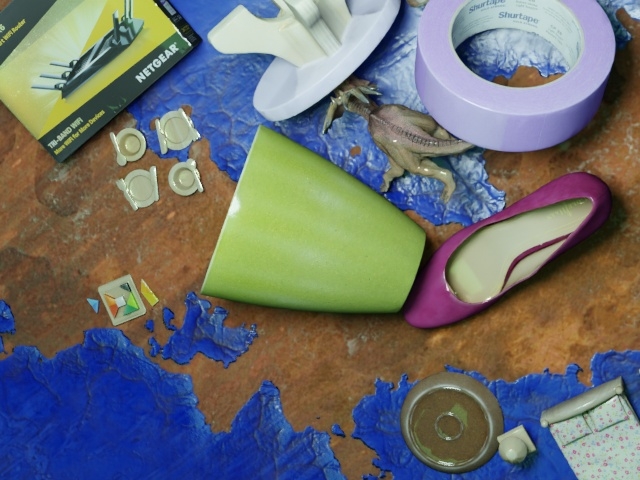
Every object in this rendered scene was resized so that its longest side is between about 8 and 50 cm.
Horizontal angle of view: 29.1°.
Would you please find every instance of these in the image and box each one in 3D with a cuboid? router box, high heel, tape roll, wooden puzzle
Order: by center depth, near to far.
[{"bbox_3d":[0.272,-0.261,1.751,0.275,0.090,0.274,0,58,-1],"label":"tape roll"},{"bbox_3d":[0.261,0.020,1.827,0.377,0.181,0.127,-41,86,17],"label":"high heel"},{"bbox_3d":[-0.385,-0.313,1.986,0.309,0.081,0.243,-39,100,17],"label":"router box"},{"bbox_3d":[-0.336,0.101,2.091,0.116,0.014,0.078,-29,89,17],"label":"wooden puzzle"}]

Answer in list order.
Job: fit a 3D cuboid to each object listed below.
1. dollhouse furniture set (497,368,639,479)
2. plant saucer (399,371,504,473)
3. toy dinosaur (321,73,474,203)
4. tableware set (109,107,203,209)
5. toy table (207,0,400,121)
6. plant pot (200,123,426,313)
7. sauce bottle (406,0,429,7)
[{"bbox_3d":[0.427,0.395,1.840,0.356,0.174,0.303,-29,90,17],"label":"dollhouse furniture set"},{"bbox_3d":[0.206,0.294,1.961,0.169,0.029,0.168,2,99,15],"label":"plant saucer"},{"bbox_3d":[0.110,-0.164,1.827,0.200,0.296,0.127,40,80,-32],"label":"toy dinosaur"},{"bbox_3d":[-0.269,-0.132,2.036,0.169,0.020,0.141,-15,94,16],"label":"tableware set"},{"bbox_3d":[-0.028,-0.326,1.825,0.274,0.252,0.161,-49,123,-8],"label":"toy table"},{"bbox_3d":[0.000,0.000,1.879,0.294,0.275,0.274,19,103,-4],"label":"plant pot"},{"bbox_3d":[0.088,-0.510,1.799,0.111,0.111,0.344,-28,105,17],"label":"sauce bottle"}]
